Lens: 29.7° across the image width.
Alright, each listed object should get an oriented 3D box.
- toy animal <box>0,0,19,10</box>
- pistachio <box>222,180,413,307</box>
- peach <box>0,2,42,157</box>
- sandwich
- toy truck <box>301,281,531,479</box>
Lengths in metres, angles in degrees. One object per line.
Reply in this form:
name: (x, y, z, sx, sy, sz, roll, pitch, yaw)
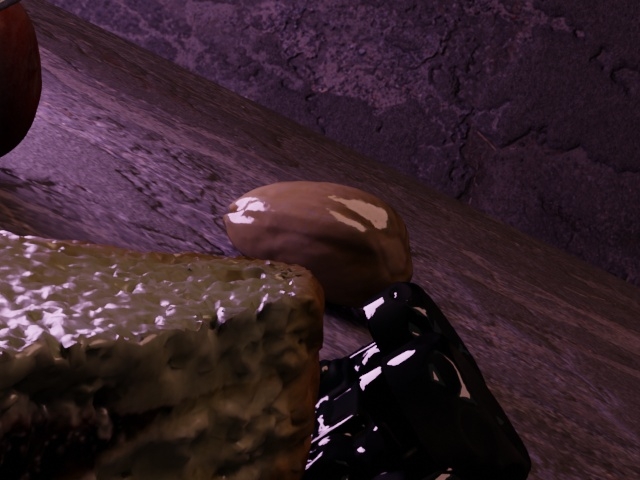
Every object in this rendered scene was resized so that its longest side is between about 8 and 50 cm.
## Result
toy animal: (-0.271, -0.071, 0.636, 0.176, 0.239, 0.255, 54, 35, -42)
pistachio: (0.000, 0.000, 1.127, 0.186, 0.108, 0.126, 20, -16, -3)
peach: (-0.291, -0.126, 0.949, 0.152, 0.152, 0.152, 27, 10, -5)
sandwich: (-0.137, 0.053, 0.336, 0.289, 0.099, 0.254, 9, 8, -5)
toy truck: (0.034, 0.130, 0.543, 0.165, 0.147, 0.224, 54, 7, -8)
